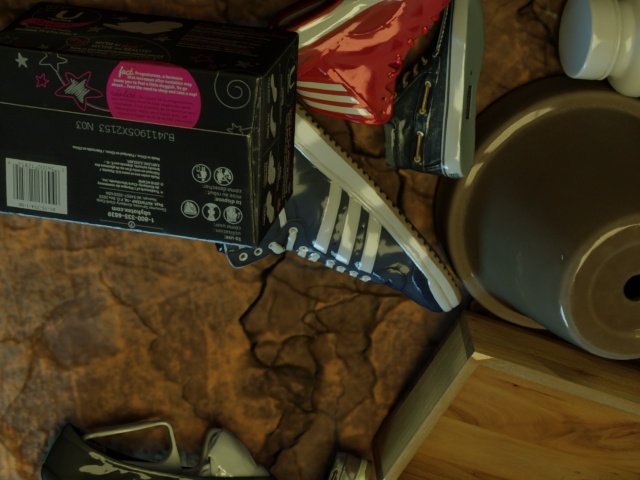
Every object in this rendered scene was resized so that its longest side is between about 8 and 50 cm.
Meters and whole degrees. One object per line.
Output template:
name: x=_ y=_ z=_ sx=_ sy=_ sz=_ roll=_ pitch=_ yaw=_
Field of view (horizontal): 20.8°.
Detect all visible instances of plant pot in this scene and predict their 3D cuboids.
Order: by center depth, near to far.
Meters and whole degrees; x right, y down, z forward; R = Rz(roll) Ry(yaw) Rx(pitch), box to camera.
plant pot: x=0.265 y=-0.001 z=1.668 sx=0.263 sy=0.229 sz=0.263 roll=-6 pitch=115 yaw=-12

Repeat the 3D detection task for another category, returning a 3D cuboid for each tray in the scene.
tray: x=0.283 y=0.219 z=1.835 sx=0.411 sy=0.076 sz=0.203 roll=18 pitch=124 yaw=-21

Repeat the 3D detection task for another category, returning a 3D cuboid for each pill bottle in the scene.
pill bottle: x=0.328 y=-0.190 z=1.662 sx=0.187 sy=0.112 sz=0.112 roll=2 pitch=113 yaw=-15

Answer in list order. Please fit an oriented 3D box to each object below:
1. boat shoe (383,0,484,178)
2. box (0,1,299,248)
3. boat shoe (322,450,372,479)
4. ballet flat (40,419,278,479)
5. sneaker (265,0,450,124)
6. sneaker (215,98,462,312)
boat shoe: x=0.104 y=-0.152 z=1.654 sx=0.083 sy=0.065 sz=0.183 roll=6 pitch=93 yaw=21
box: x=-0.153 y=-0.103 z=1.529 sx=0.247 sy=0.142 sz=0.163 roll=8 pitch=115 yaw=12
boat shoe: x=-0.002 y=0.281 z=1.834 sx=0.049 sy=0.056 sz=0.152 roll=31 pitch=105 yaw=-7
ballet flat: x=-0.137 y=0.233 z=1.756 sx=0.280 sy=0.095 sz=0.096 roll=9 pitch=89 yaw=-15
sneaker: x=0.070 y=-0.189 z=1.620 sx=0.221 sy=0.087 sz=0.128 roll=-21 pitch=117 yaw=11
sneaker: x=0.000 y=0.000 z=1.676 sx=0.153 sy=0.099 sz=0.282 roll=-43 pitch=109 yaw=2
